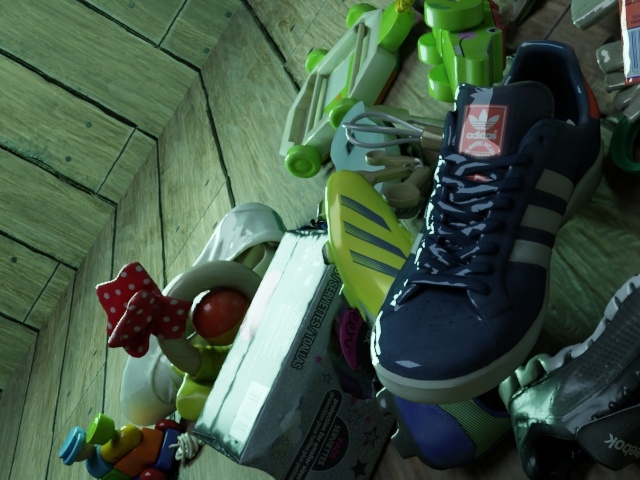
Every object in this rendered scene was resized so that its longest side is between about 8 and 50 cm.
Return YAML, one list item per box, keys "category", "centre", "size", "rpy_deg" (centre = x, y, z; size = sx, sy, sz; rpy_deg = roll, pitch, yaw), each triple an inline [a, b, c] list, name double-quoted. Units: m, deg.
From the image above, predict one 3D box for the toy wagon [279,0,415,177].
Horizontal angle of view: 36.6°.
- category: "toy wagon"
  centre: [0.049, -0.256, 1.500]
  size: [0.344, 0.068, 0.267]
  rpy_deg: [-41, 28, 41]

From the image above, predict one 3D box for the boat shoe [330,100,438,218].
- category: "boat shoe"
  centre: [0.078, -0.074, 1.141]
  size: [0.113, 0.105, 0.306]
  rpy_deg: [-60, 14, 14]

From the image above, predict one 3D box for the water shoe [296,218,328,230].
- category: "water shoe"
  centre: [0.000, 0.000, 1.256]
  size: [0.073, 0.080, 0.203]
  rpy_deg: [-38, 30, 46]

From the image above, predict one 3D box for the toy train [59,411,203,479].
- category: "toy train"
  centre: [-0.278, 0.295, 1.431]
  size: [0.248, 0.143, 0.105]
  rpy_deg: [-41, 29, 43]

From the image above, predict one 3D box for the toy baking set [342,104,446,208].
- category: "toy baking set"
  centre: [0.121, -0.098, 0.986]
  size: [0.256, 0.197, 0.030]
  rpy_deg: [-90, -1, -59]

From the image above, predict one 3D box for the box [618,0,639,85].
- category: "box"
  centre: [0.323, -0.183, 0.555]
  size: [0.300, 0.142, 0.154]
  rpy_deg: [-178, 82, -65]

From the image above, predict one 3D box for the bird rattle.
- category: "bird rattle"
  centre: [-0.164, 0.111, 1.297]
  size: [0.207, 0.253, 0.143]
  rpy_deg: [-38, 19, -8]

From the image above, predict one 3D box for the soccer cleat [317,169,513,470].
- category: "soccer cleat"
  centre: [0.087, 0.054, 0.847]
  size: [0.121, 0.093, 0.289]
  rpy_deg: [-30, 65, 20]

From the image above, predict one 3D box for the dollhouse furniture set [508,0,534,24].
- category: "dollhouse furniture set"
  centre: [0.272, -0.315, 1.115]
  size: [0.151, 0.059, 0.076]
  rpy_deg: [116, 165, -60]

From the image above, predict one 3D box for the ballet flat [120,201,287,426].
- category: "ballet flat"
  centre: [-0.170, 0.128, 1.450]
  size: [0.400, 0.139, 0.139]
  rpy_deg: [-58, 20, 5]

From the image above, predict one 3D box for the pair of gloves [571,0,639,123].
- category: "pair of gloves"
  centre: [0.318, -0.222, 0.835]
  size: [0.204, 0.042, 0.240]
  rpy_deg: [-39, 27, 29]

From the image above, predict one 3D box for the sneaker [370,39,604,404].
- category: "sneaker"
  centre: [0.127, -0.035, 0.753]
  size: [0.131, 0.148, 0.350]
  rpy_deg: [7, 42, 28]

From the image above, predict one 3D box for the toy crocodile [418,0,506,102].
- category: "toy crocodile"
  centre: [0.171, -0.250, 1.145]
  size: [0.340, 0.105, 0.115]
  rpy_deg: [-89, -7, -60]

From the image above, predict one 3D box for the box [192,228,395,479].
- category: "box"
  centre: [0.001, 0.127, 1.001]
  size: [0.163, 0.142, 0.247]
  rpy_deg: [1, 65, 66]

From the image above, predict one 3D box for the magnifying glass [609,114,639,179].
- category: "magnifying glass"
  centre: [0.307, -0.091, 0.740]
  size: [0.092, 0.026, 0.231]
  rpy_deg: [-63, 19, -9]

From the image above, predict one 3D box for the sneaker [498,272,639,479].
- category: "sneaker"
  centre: [0.209, 0.097, 0.650]
  size: [0.234, 0.078, 0.106]
  rpy_deg: [-47, 27, 42]
